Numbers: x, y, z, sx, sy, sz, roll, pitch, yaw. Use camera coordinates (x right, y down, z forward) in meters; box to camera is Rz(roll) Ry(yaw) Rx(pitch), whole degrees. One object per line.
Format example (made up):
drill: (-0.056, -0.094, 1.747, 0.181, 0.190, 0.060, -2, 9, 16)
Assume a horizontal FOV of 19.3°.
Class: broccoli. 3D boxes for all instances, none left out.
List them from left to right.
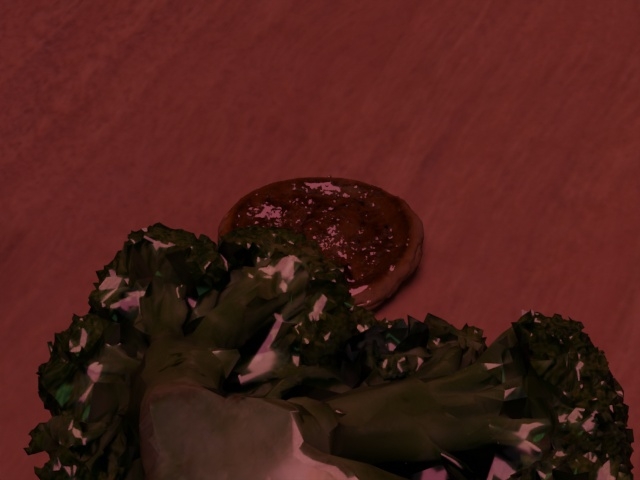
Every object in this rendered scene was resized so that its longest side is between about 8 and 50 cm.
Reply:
broccoli: (0.013, 0.178, 1.013, 0.321, 0.310, 0.413, 0, 61, -18)

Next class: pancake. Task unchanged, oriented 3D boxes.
pancake: (0.000, 0.000, 1.413, 0.158, 0.028, 0.158, -1, 43, 1)
